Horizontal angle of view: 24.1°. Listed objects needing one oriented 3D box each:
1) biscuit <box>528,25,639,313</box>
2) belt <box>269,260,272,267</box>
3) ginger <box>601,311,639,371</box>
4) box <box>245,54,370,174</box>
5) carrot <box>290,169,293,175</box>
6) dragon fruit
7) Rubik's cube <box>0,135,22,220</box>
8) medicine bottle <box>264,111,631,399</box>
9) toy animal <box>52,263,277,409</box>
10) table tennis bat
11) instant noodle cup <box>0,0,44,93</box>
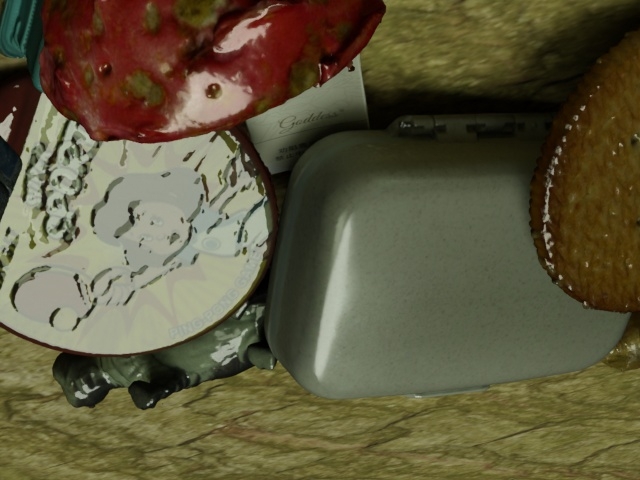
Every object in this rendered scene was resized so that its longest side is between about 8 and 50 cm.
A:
[{"bbox_3d":[0.309,-0.070,1.346,0.305,0.038,0.305,-16,124,-25],"label":"biscuit"},{"bbox_3d":[-0.158,0.002,1.399,0.218,0.128,0.122,-18,-178,12],"label":"belt"},{"bbox_3d":[0.409,0.112,1.831,0.115,0.081,0.205,24,145,-28],"label":"ginger"},{"bbox_3d":[-0.014,-0.122,1.297,0.109,0.029,0.198,-13,154,0],"label":"box"},{"bbox_3d":[0.000,0.000,1.496,0.070,0.070,0.260,-8,151,-4],"label":"carrot"},{"bbox_3d":[-0.081,-0.185,0.998,0.262,0.134,0.212,-29,125,-7],"label":"dragon fruit"},{"bbox_3d":[-0.389,-0.026,1.068,0.238,0.237,0.237,-25,121,24],"label":"Rubik's cube"},{"bbox_3d":[0.138,0.018,1.399,0.375,0.123,0.282,-4,122,-27],"label":"medicine bottle"},{"bbox_3d":[-0.161,0.107,1.539,0.343,0.106,0.168,-19,-174,38],"label":"toy animal"},{"bbox_3d":[-0.235,-0.038,1.259,0.414,0.051,0.268,17,112,-17],"label":"table tennis bat"},{"bbox_3d":[-0.147,-0.165,1.136,0.179,0.070,0.157,2,148,-20],"label":"instant noodle cup"}]
